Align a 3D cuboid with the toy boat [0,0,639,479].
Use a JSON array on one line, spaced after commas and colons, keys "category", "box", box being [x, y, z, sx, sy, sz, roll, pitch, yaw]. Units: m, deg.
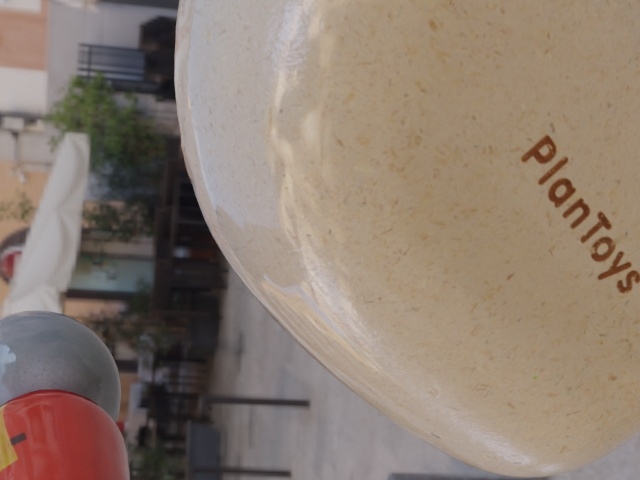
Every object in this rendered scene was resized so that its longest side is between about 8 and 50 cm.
[{"category": "toy boat", "box": [0.000, 0.000, 0.401, 0.267, 0.318, 0.148, 55, 177, -27]}]
